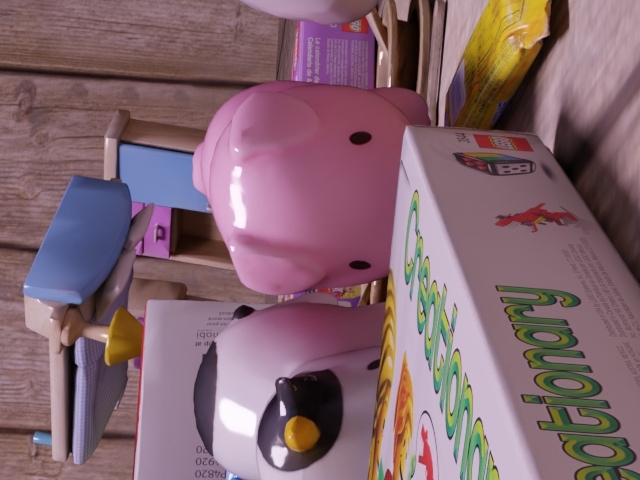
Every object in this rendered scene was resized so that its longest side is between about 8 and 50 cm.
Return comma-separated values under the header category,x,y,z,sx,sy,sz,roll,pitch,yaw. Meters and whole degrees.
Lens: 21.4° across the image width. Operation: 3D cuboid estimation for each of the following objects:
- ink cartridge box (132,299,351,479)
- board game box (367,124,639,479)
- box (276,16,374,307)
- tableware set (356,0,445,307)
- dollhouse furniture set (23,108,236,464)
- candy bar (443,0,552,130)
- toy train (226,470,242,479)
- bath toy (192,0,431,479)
category,x,y,z,sx,sy,sz,roll,pitch,yaw
ink cartridge box,-0.045,0.233,1.043,0.309,0.130,0.272,92,178,-51
board game box,0.050,0.100,0.443,0.305,0.053,0.193,-99,13,-72
box,0.000,0.000,1.230,0.201,0.057,0.293,102,171,-63
tableware set,0.033,-0.040,0.916,0.128,0.039,0.194,-106,20,-78
dollhouse furniture set,-0.112,0.082,1.398,0.303,0.198,0.286,-74,-7,-52
candy bar,0.065,-0.065,0.630,0.161,0.018,0.040,107,164,-74
toy train,0.004,0.132,0.814,0.105,0.080,0.184,38,123,47
bath toy,-0.008,-0.004,0.651,0.151,0.129,0.348,5,103,45
